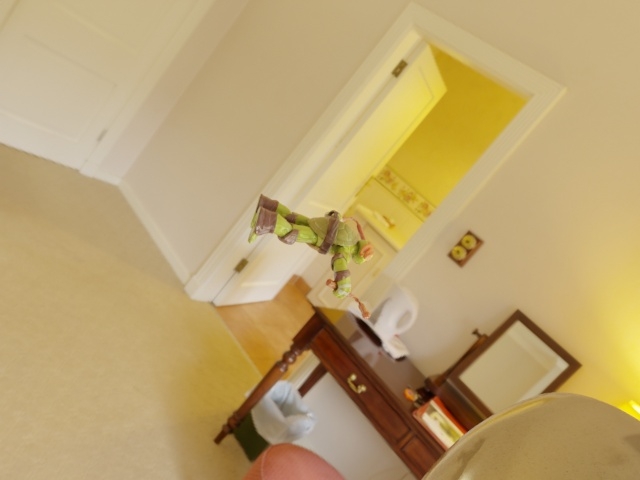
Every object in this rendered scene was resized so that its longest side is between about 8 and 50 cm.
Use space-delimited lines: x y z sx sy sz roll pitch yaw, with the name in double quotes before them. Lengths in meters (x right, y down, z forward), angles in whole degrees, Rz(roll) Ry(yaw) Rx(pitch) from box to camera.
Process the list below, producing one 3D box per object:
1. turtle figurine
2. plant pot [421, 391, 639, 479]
"turtle figurine" 0.000 0.000 0.833 0.217 0.087 0.269 18 34 -13
"plant pot" 0.162 0.285 0.429 0.190 0.284 0.284 -5 33 -23
